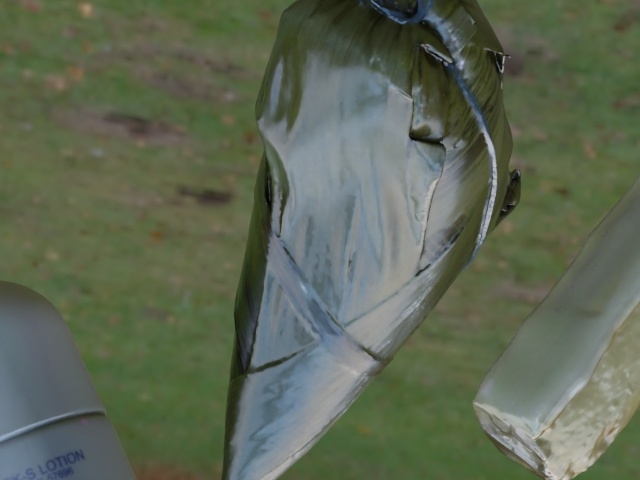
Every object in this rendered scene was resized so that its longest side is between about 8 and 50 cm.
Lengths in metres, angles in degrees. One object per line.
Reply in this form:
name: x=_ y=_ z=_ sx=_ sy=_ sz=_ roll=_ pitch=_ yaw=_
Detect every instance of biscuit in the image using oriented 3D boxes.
biscuit: x=0.137 y=0.015 z=0.798 sx=0.052 sy=0.188 sz=0.056 roll=30 pitch=169 yaw=36

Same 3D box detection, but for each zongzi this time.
zongzi: x=0.000 y=0.000 z=1.005 sx=0.125 sy=0.274 sz=0.251 roll=29 pitch=163 yaw=22

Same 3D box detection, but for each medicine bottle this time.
medicine bottle: x=-0.180 y=0.187 z=1.238 sx=0.130 sy=0.341 sz=0.130 roll=-24 pitch=168 yaw=-5
